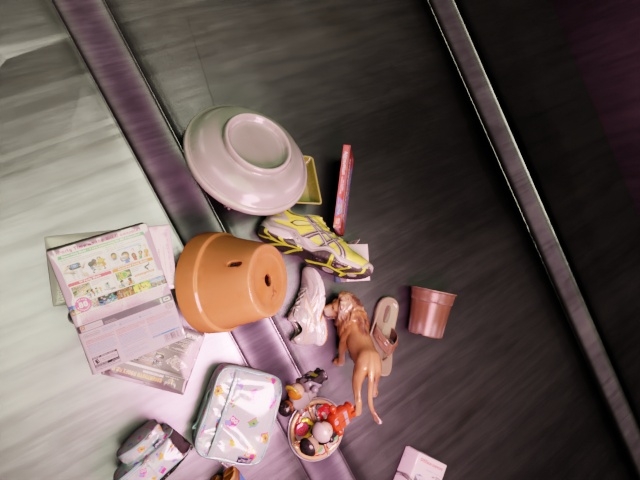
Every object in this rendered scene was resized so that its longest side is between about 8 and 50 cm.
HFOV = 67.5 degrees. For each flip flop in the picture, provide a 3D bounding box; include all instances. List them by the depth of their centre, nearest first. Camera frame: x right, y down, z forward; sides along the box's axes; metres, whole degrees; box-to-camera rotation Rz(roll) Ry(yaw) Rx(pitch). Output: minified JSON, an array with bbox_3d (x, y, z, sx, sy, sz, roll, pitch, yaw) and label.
[{"bbox_3d":[0.229,0.332,1.671,0.112,0.080,0.276,19,77,-23],"label":"flip flop"}]

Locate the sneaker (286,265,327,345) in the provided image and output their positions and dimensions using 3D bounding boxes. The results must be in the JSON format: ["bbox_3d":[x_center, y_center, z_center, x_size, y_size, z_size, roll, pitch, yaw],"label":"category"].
[{"bbox_3d":[-0.051,0.214,1.544,0.121,0.099,0.262,-3,85,-21],"label":"sneaker"}]

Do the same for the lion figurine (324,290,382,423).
[{"bbox_3d":[0.124,0.347,1.498,0.142,0.392,0.240,-4,120,-22],"label":"lion figurine"}]

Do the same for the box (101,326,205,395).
[{"bbox_3d":[-0.467,0.316,1.353,0.231,0.056,0.182,22,76,-21],"label":"box"}]

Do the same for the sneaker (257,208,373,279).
[{"bbox_3d":[0.000,0.000,1.519,0.385,0.145,0.147,27,66,-2],"label":"sneaker"}]

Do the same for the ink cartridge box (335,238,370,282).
[{"bbox_3d":[0.104,0.068,1.633,0.090,0.092,0.143,-1,84,-25],"label":"ink cartridge box"}]

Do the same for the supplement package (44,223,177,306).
[{"bbox_3d":[-0.552,0.064,1.273,0.293,0.175,0.177,-8,90,-26],"label":"supplement package"}]

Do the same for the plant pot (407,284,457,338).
[{"bbox_3d":[0.389,0.257,1.720,0.167,0.167,0.165,13,88,-24],"label":"plant pot"}]

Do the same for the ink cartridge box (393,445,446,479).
[{"bbox_3d":[0.336,0.840,1.669,0.140,0.082,0.190,32,74,-19],"label":"ink cartridge box"}]

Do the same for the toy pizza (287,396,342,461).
[{"bbox_3d":[-0.009,0.614,1.554,0.202,0.032,0.201,3,83,-25],"label":"toy pizza"}]

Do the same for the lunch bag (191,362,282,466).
[{"bbox_3d":[-0.249,0.512,1.408,0.224,0.108,0.278,22,76,-22],"label":"lunch bag"}]

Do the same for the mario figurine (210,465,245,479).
[{"bbox_3d":[-0.189,0.808,1.365,0.320,0.198,0.170,47,56,-10],"label":"mario figurine"}]

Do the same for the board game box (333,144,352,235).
[{"bbox_3d":[0.079,-0.165,1.622,0.027,0.145,0.280,6,81,10],"label":"board game box"}]

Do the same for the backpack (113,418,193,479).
[{"bbox_3d":[-0.458,0.577,1.270,0.144,0.166,0.188,46,64,-12],"label":"backpack"}]

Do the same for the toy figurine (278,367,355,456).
[{"bbox_3d":[-0.023,0.514,1.436,0.148,0.213,0.209,-27,67,-35],"label":"toy figurine"}]

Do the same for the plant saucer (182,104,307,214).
[{"bbox_3d":[-0.202,-0.269,1.441,0.401,0.100,0.399,16,56,-25],"label":"plant saucer"}]

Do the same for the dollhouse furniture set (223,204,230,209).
[{"bbox_3d":[-0.289,-0.135,1.456,0.091,0.114,0.081,-4,90,-28],"label":"dollhouse furniture set"}]

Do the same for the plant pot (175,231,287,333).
[{"bbox_3d":[-0.227,0.112,1.335,0.291,0.204,0.290,22,66,-62],"label":"plant pot"}]

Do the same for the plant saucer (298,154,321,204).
[{"bbox_3d":[-0.103,-0.194,1.564,0.188,0.045,0.188,1,64,-25],"label":"plant saucer"}]

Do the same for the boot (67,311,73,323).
[{"bbox_3d":[-0.584,0.183,1.265,0.190,0.086,0.069,-9,76,-4],"label":"boot"}]

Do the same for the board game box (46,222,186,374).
[{"bbox_3d":[-0.485,0.131,1.152,0.224,0.098,0.303,-20,102,-25],"label":"board game box"}]
